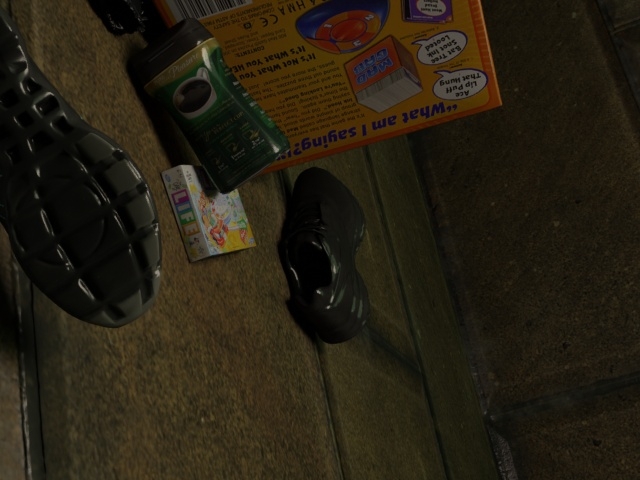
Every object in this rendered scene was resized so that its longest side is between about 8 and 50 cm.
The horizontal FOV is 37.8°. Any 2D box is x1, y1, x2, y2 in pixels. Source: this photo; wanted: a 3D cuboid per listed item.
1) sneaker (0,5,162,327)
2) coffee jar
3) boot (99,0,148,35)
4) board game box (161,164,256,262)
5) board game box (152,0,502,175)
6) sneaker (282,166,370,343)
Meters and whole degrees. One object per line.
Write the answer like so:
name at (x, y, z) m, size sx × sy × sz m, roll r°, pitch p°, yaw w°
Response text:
sneaker at (-0.198, -0.061, 0.653) m, size 0.267 × 0.101 × 0.106 m, roll 60°, pitch -15°, yaw -11°
coffee jar at (-0.122, -0.150, 1.034) m, size 0.184 × 0.096 × 0.079 m, roll 55°, pitch 13°, yaw -9°
boot at (-0.223, -0.285, 0.994) m, size 0.121 × 0.045 × 0.099 m, roll 61°, pitch 17°, yaw -47°
board game box at (-0.125, -0.033, 1.071) m, size 0.154 × 0.026 × 0.103 m, roll -16°, pitch 87°, yaw -75°
board game box at (0.002, -0.364, 1.217) m, size 0.356 × 0.357 × 0.356 m, roll 64°, pitch 14°, yaw -49°
sneaker at (0.000, 0.000, 1.343) m, size 0.130 × 0.109 × 0.286 m, roll 43°, pitch 29°, yaw -49°
